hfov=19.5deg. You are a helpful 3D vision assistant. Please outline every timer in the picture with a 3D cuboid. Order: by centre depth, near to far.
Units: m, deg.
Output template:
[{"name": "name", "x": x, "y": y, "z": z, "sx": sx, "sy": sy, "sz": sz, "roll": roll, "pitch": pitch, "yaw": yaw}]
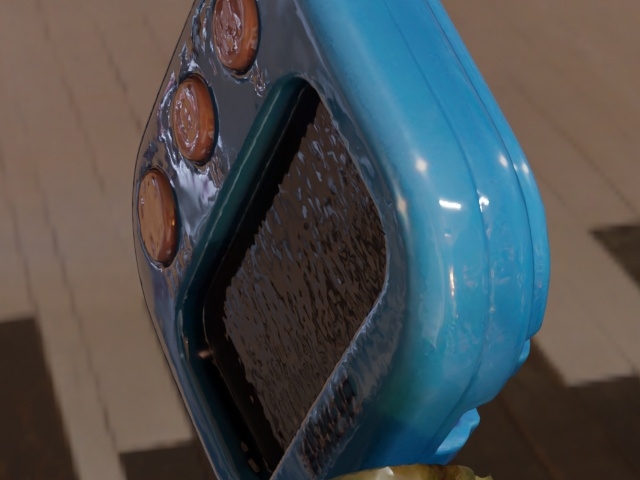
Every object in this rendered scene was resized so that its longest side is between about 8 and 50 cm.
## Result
[{"name": "timer", "x": 0.000, "y": 0.000, "z": 1.085, "sx": 0.115, "sy": 0.340, "sz": 0.309, "roll": -7, "pitch": 57, "yaw": -28}]

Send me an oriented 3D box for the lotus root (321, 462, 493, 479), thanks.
[{"name": "lotus root", "x": 0.076, "y": 0.261, "z": 0.935, "sx": 0.149, "sy": 0.267, "sz": 0.260, "roll": -23, "pitch": 64, "yaw": 14}]
